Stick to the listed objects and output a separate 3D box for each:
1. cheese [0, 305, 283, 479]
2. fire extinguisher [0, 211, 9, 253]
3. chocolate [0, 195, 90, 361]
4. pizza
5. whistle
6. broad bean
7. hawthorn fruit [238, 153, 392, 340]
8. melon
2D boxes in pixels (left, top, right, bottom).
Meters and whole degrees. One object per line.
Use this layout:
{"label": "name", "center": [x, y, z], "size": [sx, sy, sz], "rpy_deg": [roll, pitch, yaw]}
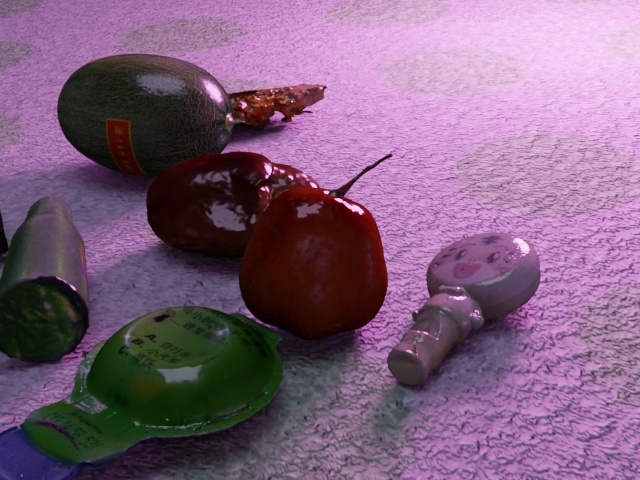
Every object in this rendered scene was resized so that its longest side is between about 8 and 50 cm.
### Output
{"label": "cheese", "center": [-0.167, 0.144, 0.914], "size": [0.204, 0.083, 0.320], "rpy_deg": [22, 35, 35]}
{"label": "fire extinguisher", "center": [-0.552, 0.009, 1.199], "size": [0.311, 0.095, 0.114], "rpy_deg": [-12, 61, -17]}
{"label": "chocolate", "center": [-0.322, 0.027, 1.137], "size": [0.110, 0.110, 0.291], "rpy_deg": [-9, 27, -9]}
{"label": "pizza", "center": [-0.111, -0.214, 1.583], "size": [0.226, 0.069, 0.147], "rpy_deg": [-9, 8, -16]}
{"label": "whistle", "center": [0.154, 0.066, 1.038], "size": [0.126, 0.067, 0.258], "rpy_deg": [2, 31, 38]}
{"label": "broad bean", "center": [-0.105, -0.043, 1.208], "size": [0.229, 0.122, 0.156], "rpy_deg": [3, 27, 20]}
{"label": "hawthorn fruit", "center": [0.000, 0.000, 1.023], "size": [0.163, 0.203, 0.162], "rpy_deg": [9, 20, -3]}
{"label": "melon", "center": [-0.247, -0.183, 1.416], "size": [0.288, 0.182, 0.182], "rpy_deg": [6, 30, 20]}
